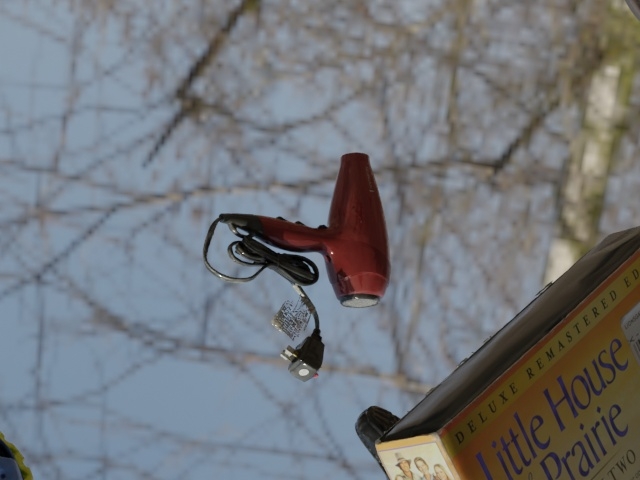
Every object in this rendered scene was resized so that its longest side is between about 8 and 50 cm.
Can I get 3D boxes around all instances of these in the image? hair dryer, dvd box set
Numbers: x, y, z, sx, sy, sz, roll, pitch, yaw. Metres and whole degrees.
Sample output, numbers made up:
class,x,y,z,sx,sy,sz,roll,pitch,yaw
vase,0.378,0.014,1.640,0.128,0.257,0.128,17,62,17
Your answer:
class,x,y,z,sx,sy,sz,roll,pitch,yaw
hair dryer,0.000,0.000,2.287,0.080,0.223,0.293,-13,-149,41
dvd box set,0.223,0.235,1.240,0.062,0.420,0.307,-17,-166,43

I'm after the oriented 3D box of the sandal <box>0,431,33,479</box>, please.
class,x,y,z,sx,sy,sz,roll,pitch,yaw
sandal,-0.392,0.193,1.969,0.126,0.317,0.138,-25,169,7

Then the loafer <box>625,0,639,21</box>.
class,x,y,z,sx,sy,sz,roll,pitch,yaw
loafer,0.331,-0.347,1.608,0.134,0.366,0.130,5,180,-30

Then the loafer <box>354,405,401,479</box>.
class,x,y,z,sx,sy,sz,roll,pitch,yaw
loafer,0.101,0.268,1.976,0.078,0.223,0.076,-34,-165,19
